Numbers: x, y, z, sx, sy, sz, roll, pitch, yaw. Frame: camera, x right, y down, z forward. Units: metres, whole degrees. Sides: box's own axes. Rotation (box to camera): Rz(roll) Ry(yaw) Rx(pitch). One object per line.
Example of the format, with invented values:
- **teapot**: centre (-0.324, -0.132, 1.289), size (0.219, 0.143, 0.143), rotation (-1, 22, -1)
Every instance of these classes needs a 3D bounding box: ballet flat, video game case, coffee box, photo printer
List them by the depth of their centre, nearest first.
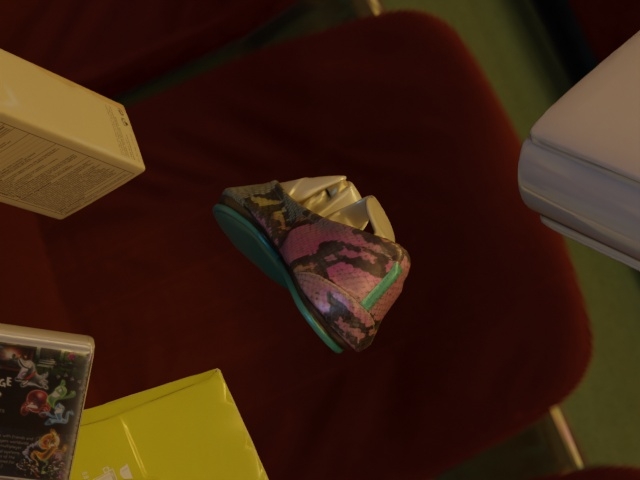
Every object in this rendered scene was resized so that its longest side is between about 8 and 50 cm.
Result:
- **ballet flat**: centre (0.000, 0.000, 0.751), size (0.077, 0.079, 0.221), rotation (52, -5, -22)
- **video game case**: centre (-0.253, 0.131, 0.815), size (0.190, 0.173, 0.022), rotation (10, 12, -15)
- **photo printer**: centre (0.330, -0.054, 0.872), size (0.256, 0.307, 0.107), rotation (-38, 136, -24)
- **coffee box**: centre (-0.237, 0.423, 1.629), size (0.338, 0.334, 0.338), rotation (-15, 58, -21)

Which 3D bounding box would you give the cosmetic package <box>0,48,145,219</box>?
- **cosmetic package**: centre (-0.381, -0.132, 1.632), size (0.309, 0.160, 0.113), rotation (24, 41, -62)
